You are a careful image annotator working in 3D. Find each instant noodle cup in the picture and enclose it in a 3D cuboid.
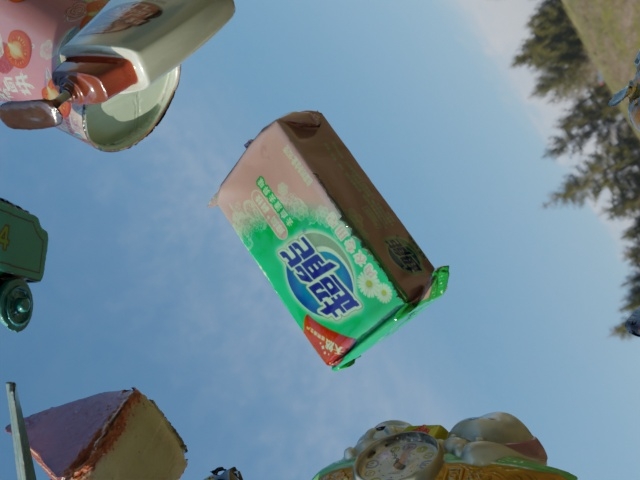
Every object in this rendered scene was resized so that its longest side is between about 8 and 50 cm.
[{"bbox_3d":[-0.351,-0.259,1.133,0.231,0.243,0.243,32,-161,19],"label":"instant noodle cup"}]

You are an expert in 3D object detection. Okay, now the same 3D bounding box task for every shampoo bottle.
[{"bbox_3d":[-0.227,-0.214,0.881,0.284,0.153,0.071,-52,-35,-36],"label":"shampoo bottle"}]

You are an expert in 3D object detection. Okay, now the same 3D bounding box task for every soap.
[{"bbox_3d":[0.002,-0.001,0.917,0.098,0.218,0.273,-21,-108,-44],"label":"soap"}]

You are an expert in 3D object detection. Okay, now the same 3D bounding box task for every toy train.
[{"bbox_3d":[-0.386,0.023,0.864,0.198,0.107,0.154,44,-132,-69],"label":"toy train"}]

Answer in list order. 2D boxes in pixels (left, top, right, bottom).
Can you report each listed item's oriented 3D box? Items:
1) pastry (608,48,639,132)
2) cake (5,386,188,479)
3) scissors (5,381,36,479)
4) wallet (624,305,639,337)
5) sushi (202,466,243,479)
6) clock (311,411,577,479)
[{"bbox_3d":[0.555,-0.231,1.049,0.136,0.330,0.330,7,-131,-23],"label":"pastry"},{"bbox_3d":[-0.341,0.331,1.100,0.158,0.262,0.160,60,-154,-23],"label":"cake"},{"bbox_3d":[-0.314,0.365,0.889,0.192,0.029,0.447,-116,22,-74],"label":"scissors"},{"bbox_3d":[0.532,0.107,1.072,0.042,0.124,0.230,49,171,-17],"label":"wallet"},{"bbox_3d":[-0.101,0.436,1.026,0.291,0.131,0.139,-126,14,-58],"label":"sushi"},{"bbox_3d":[0.093,0.201,0.647,0.144,0.231,0.103,-44,-59,-56],"label":"clock"}]
